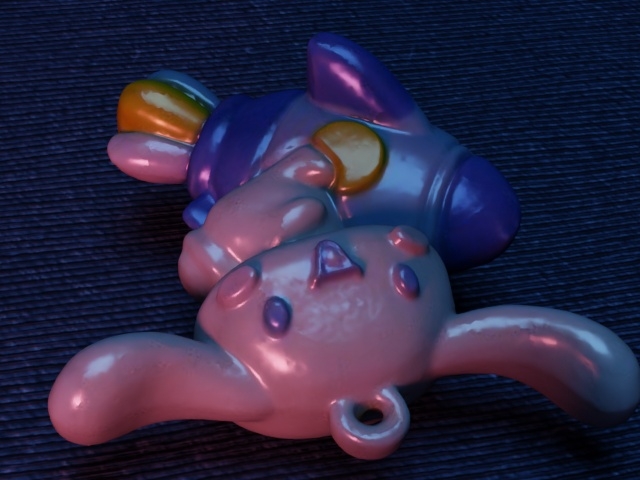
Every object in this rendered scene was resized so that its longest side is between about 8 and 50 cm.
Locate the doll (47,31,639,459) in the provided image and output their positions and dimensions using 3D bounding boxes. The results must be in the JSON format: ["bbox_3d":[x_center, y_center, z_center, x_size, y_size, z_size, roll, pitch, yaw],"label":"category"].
[{"bbox_3d":[0.004,-0.006,1.123,0.376,0.187,0.365,11,44,-23],"label":"doll"}]
